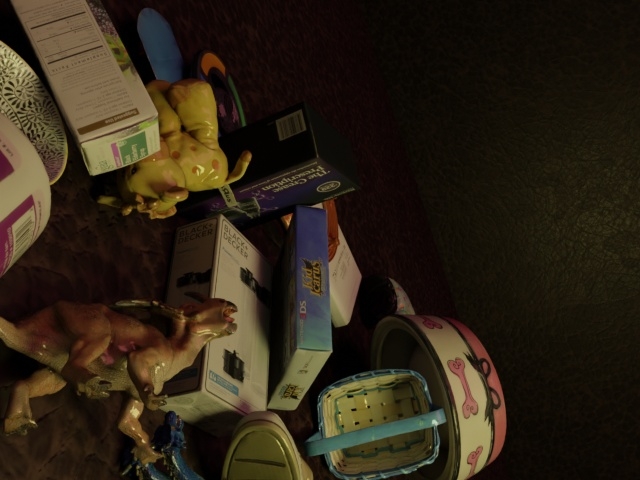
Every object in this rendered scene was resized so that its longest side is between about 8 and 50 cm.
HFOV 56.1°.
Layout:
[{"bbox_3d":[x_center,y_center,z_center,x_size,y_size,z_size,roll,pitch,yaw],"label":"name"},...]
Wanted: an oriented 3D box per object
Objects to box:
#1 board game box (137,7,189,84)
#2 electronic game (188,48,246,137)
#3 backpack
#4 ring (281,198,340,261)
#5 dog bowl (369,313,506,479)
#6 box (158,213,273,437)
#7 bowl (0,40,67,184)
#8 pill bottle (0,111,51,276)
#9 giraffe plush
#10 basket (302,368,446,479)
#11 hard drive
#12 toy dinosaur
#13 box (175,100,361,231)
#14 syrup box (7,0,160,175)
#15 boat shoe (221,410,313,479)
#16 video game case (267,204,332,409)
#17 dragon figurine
[{"bbox_3d":[-0.270,-0.298,1.003,0.133,0.033,0.169,-65,137,-67],"label":"board game box"},{"bbox_3d":[-0.184,-0.241,1.124,0.229,0.048,0.229,-12,90,-79],"label":"electronic game"},{"bbox_3d":[0.194,0.184,1.699,0.182,0.115,0.152,46,31,-55],"label":"backpack"},{"bbox_3d":[-0.026,-0.109,1.356,0.336,0.032,0.337,49,32,-46],"label":"ring"},{"bbox_3d":[0.262,0.356,1.373,0.408,0.150,0.408,171,-90,-71],"label":"dog bowl"},{"bbox_3d":[-0.153,0.125,0.904,0.169,0.087,0.290,50,30,-46],"label":"box"},{"bbox_3d":[-0.347,-0.118,0.603,0.170,0.080,0.170,-20,90,-76],"label":"bowl"},{"bbox_3d":[-0.335,0.020,0.412,0.169,0.169,0.302,62,23,-27],"label":"pill bottle"},{"bbox_3d":[-0.219,-0.104,0.822,0.210,0.181,0.170,52,36,-6],"label":"giraffe plush"},{"bbox_3d":[0.103,0.356,1.161,0.289,0.254,0.201,61,16,-81],"label":"basket"},{"bbox_3d":[0.000,0.000,1.446,0.353,0.047,0.233,65,22,-21],"label":"hard drive"},{"bbox_3d":[-0.237,0.113,0.665,0.295,0.127,0.200,28,30,-37],"label":"toy dinosaur"},{"bbox_3d":[-0.090,-0.109,0.996,0.184,0.261,0.103,18,56,-65],"label":"box"},{"bbox_3d":[-0.281,-0.207,0.711,0.237,0.096,0.093,61,-19,9],"label":"syrup box"},{"bbox_3d":[-0.070,0.356,0.874,0.103,0.113,0.302,-74,162,-62],"label":"boat shoe"},{"bbox_3d":[-0.040,0.119,1.034,0.244,0.061,0.270,112,-19,-52],"label":"video game case"},{"bbox_3d":[-0.162,0.353,0.702,0.144,0.085,0.289,36,37,-55],"label":"dragon figurine"}]
